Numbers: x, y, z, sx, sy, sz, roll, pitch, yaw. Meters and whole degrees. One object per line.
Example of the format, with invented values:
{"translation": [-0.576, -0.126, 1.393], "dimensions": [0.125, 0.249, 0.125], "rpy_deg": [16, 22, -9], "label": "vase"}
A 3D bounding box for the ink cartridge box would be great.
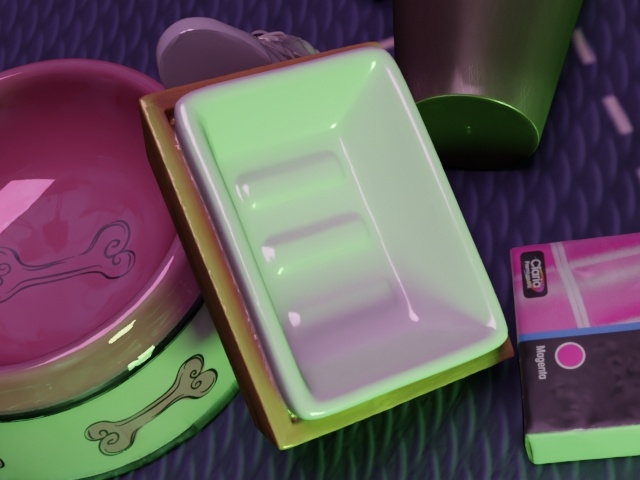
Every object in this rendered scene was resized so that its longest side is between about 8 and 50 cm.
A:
{"translation": [0.341, 0.072, 1.101], "dimensions": [0.371, 0.069, 0.175], "rpy_deg": [-6, 57, 9], "label": "ink cartridge box"}

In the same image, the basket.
{"translation": [0.146, -0.193, 1.274], "dimensions": [0.204, 0.154, 0.227], "rpy_deg": [7, 63, 8], "label": "basket"}

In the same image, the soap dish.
{"translation": [0.000, 0.000, 1.112], "dimensions": [0.229, 0.118, 0.291], "rpy_deg": [-18, 81, -29], "label": "soap dish"}

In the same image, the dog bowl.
{"translation": [-0.243, 0.009, 1.249], "dimensions": [0.408, 0.150, 0.408], "rpy_deg": [-7, 57, 11], "label": "dog bowl"}

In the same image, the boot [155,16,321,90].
{"translation": [-0.059, -0.147, 1.248], "dimensions": [0.095, 0.258, 0.123], "rpy_deg": [-37, 46, 18], "label": "boot"}
